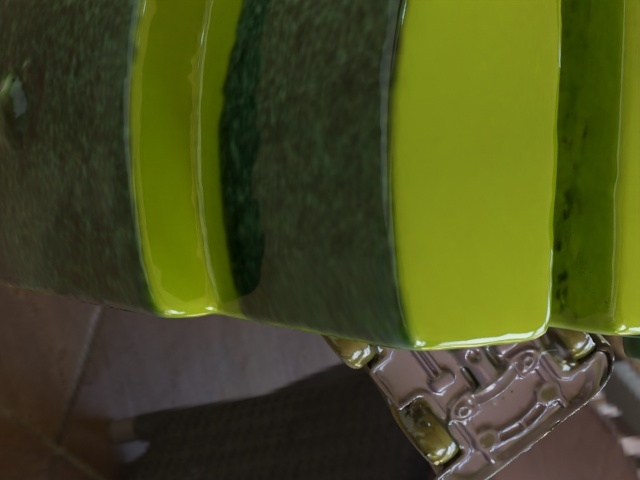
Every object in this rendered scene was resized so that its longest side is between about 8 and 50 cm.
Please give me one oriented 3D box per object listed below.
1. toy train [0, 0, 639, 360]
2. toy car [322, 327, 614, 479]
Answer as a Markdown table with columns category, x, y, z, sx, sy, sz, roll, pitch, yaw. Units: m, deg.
| category | x | y | z | sx | sy | sz | roll | pitch | yaw |
| --- | --- | --- | --- | --- | --- | --- | --- | --- | --- |
| toy train | -0.002 | -0.045 | 0.558 | 0.272 | 0.442 | 0.179 | 0 | 94 | -37 |
| toy car | 0.124 | 0.067 | 1.468 | 0.336 | 0.242 | 0.226 | 50 | 3 | -27 |
